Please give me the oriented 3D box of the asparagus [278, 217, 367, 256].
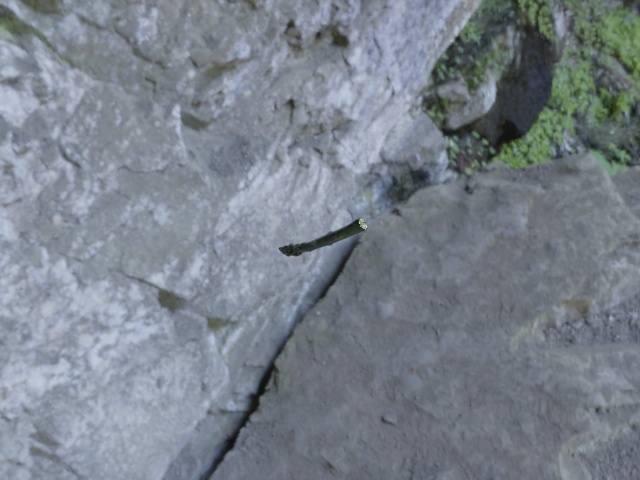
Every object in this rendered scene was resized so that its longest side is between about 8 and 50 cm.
[{"bbox_3d":[0.000,0.000,0.639,0.114,0.014,0.015,-21,66,41],"label":"asparagus"}]
